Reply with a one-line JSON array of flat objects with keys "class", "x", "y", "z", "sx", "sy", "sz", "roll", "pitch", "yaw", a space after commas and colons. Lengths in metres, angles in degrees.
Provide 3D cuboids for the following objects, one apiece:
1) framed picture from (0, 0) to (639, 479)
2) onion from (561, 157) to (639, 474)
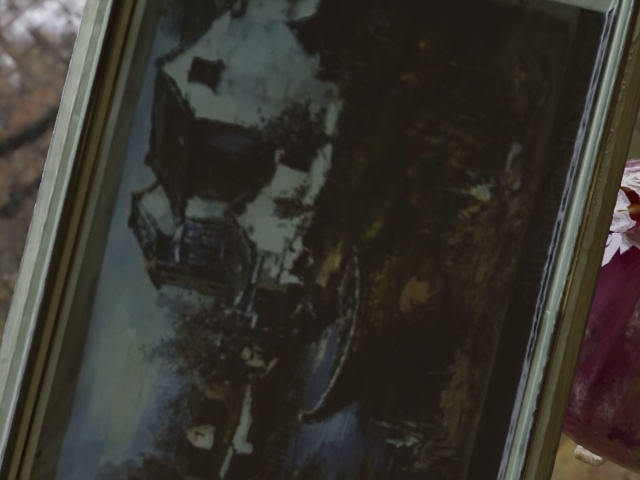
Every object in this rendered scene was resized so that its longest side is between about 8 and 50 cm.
[{"class": "framed picture", "x": 0.000, "y": 0.000, "z": 0.684, "sx": 0.019, "sy": 0.232, "sz": 0.296, "roll": 163, "pitch": 120, "yaw": -87}, {"class": "onion", "x": 0.167, "y": 0.043, "z": 0.806, "sx": 0.153, "sy": 0.177, "sz": 0.177, "roll": -59, "pitch": -7, "yaw": 0}]
